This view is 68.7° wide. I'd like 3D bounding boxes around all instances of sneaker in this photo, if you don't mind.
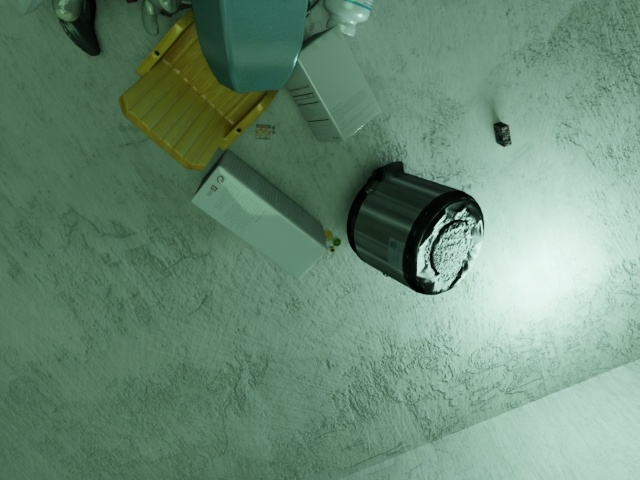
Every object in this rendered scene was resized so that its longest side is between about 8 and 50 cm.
[{"bbox_3d":[-0.696,-0.683,1.345,0.130,0.109,0.286,-18,118,-4],"label":"sneaker"},{"bbox_3d":[-0.446,-0.706,1.402,0.157,0.061,0.065,-4,147,-12],"label":"sneaker"}]

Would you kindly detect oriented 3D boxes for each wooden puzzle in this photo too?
[{"bbox_3d":[-0.197,-0.374,1.613,0.083,0.006,0.049,3,115,-9],"label":"wooden puzzle"}]

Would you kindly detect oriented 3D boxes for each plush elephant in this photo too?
[{"bbox_3d":[-0.478,-0.677,1.233,0.255,0.272,0.330,38,128,-17],"label":"plush elephant"}]

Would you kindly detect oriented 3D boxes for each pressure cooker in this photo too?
[{"bbox_3d":[0.297,-0.050,1.627,0.375,0.420,0.370,31,88,-42],"label":"pressure cooker"}]

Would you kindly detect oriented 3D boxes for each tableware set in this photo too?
[{"bbox_3d":[0.000,0.000,1.811,0.154,0.024,0.104,31,107,-20],"label":"tableware set"}]

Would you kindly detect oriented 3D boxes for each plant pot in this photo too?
[{"bbox_3d":[-0.197,-0.553,1.300,0.247,0.248,0.252,-16,125,-28],"label":"plant pot"}]

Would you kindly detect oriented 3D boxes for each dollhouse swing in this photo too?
[{"bbox_3d":[-0.352,-0.441,1.384,0.315,0.305,0.347,-38,114,21],"label":"dollhouse swing"}]

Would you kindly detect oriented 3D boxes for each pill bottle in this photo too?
[{"bbox_3d":[0.096,-0.756,1.390,0.146,0.146,0.264,13,113,-13],"label":"pill bottle"}]

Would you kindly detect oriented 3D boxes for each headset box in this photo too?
[{"bbox_3d":[0.657,-0.388,1.691,0.032,0.062,0.083,-20,116,1],"label":"headset box"}]

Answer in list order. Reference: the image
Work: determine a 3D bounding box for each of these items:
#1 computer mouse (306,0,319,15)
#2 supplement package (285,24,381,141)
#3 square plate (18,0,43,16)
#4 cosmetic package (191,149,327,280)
[{"bbox_3d":[-0.091,-0.730,1.426,0.188,0.072,0.272,38,117,-22],"label":"computer mouse"},{"bbox_3d":[0.022,-0.481,1.470,0.177,0.175,0.293,-41,117,-16],"label":"supplement package"},{"bbox_3d":[-0.651,-0.776,1.164,0.347,0.344,0.049,-25,158,30],"label":"square plate"},{"bbox_3d":[-0.199,-0.089,1.616,0.453,0.230,0.161,38,106,-18],"label":"cosmetic package"}]
